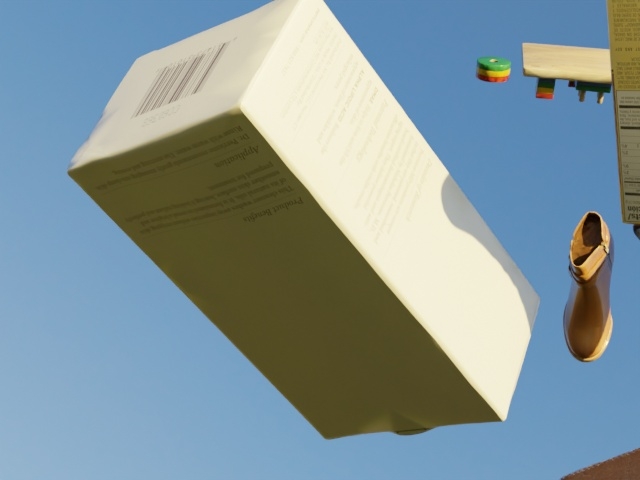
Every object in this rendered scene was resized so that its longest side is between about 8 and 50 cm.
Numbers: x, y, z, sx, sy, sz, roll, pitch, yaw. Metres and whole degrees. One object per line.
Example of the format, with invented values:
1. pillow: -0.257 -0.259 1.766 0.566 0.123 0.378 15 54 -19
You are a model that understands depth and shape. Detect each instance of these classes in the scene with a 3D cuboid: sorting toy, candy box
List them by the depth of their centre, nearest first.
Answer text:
1. candy box: 0.365 -0.195 1.140 0.087 0.183 0.317 3 -54 26
2. sorting toy: 0.352 -0.228 1.483 0.274 0.132 0.046 6 -64 7

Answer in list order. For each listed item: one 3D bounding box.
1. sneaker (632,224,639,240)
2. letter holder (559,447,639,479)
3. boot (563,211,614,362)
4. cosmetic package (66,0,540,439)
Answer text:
1. sneaker: 0.549 -0.044 1.430 0.090 0.145 0.270 44 -13 -24
2. letter holder: 0.235 0.286 0.698 0.152 0.302 0.214 40 -41 -7
3. boot: 0.381 0.065 1.550 0.072 0.197 0.152 3 -20 19
4. cosmetic package: 0.000 0.000 0.937 0.217 0.156 0.385 -12 -50 38
